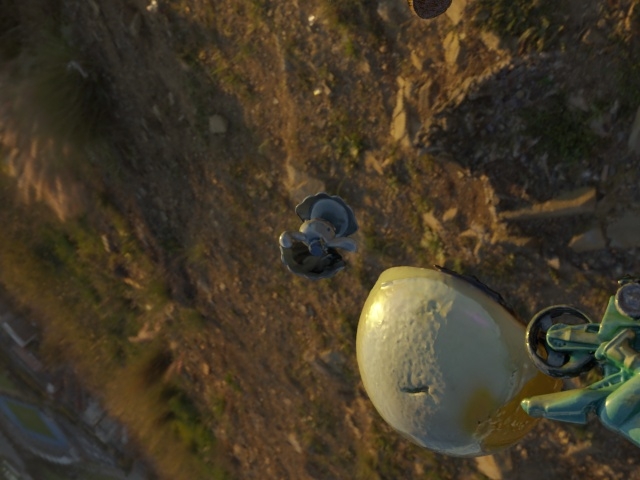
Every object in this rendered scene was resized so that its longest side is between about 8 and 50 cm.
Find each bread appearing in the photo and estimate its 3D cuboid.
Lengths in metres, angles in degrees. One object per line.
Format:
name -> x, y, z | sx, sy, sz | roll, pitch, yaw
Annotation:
bread -> 0.200, -0.452, 1.321 | 0.085, 0.053, 0.085 | -2, 119, -3

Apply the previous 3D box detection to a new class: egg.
egg -> 0.172, 0.197, 1.032 | 0.337, 0.201, 0.337 | 31, 156, 15

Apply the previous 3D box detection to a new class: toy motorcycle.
toy motorcycle -> 0.359, 0.145, 0.738 | 0.296, 0.198, 0.109 | 0, 155, 27

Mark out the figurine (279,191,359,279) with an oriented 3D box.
figurine -> 0.000, 0.000, 0.848 | 0.094, 0.086, 0.082 | 17, 132, 15
